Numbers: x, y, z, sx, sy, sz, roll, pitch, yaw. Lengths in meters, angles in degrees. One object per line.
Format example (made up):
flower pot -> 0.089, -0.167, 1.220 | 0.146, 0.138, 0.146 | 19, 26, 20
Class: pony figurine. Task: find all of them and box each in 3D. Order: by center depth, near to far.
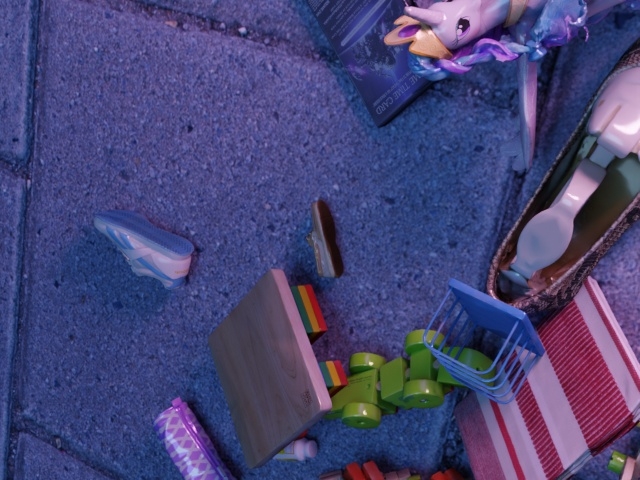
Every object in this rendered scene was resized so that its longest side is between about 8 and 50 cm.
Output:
pony figurine -> 0.265, -0.291, 1.201 | 0.363, 0.351, 0.303 | -30, 73, 7

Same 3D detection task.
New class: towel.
towel -> 0.329, 0.240, 1.376 | 0.329, 0.037, 0.237 | -52, 32, 30

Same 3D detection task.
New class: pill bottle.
pill bottle -> -0.048, 0.378, 1.716 | 0.083, 0.043, 0.044 | -7, 98, 33

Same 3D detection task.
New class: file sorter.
file sorter -> 0.230, 0.149, 1.336 | 0.118, 0.170, 0.105 | 25, 78, 30

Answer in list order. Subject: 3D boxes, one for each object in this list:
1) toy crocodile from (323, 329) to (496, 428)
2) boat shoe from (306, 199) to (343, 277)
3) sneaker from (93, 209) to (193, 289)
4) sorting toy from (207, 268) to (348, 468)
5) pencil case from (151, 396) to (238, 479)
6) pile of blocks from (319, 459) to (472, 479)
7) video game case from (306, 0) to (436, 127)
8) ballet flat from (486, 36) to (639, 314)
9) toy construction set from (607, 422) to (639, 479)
toy crocodile -> 0.129, 0.235, 1.534 | 0.340, 0.105, 0.115 | -26, 46, 40
boat shoe -> 0.000, 0.000, 1.588 | 0.045, 0.050, 0.136 | -9, 97, 28
sneaker -> -0.345, 0.012, 1.785 | 0.228, 0.087, 0.092 | 28, 117, 25
sorting toy -> -0.069, 0.220, 1.622 | 0.255, 0.089, 0.257 | -47, 55, 43
pencil case -> -0.241, 0.408, 1.816 | 0.206, 0.086, 0.088 | 52, 142, 10
pile of blocks -> 0.098, 0.432, 1.576 | 0.362, 0.149, 0.113 | -12, 95, 34
video game case -> 0.074, -0.330, 1.430 | 0.274, 0.026, 0.196 | 60, 148, 4
ballet flat -> 0.372, -0.082, 1.257 | 0.164, 0.182, 0.483 | 41, 119, 21
toy construction set -> 0.473, 0.277, 1.253 | 0.151, 0.215, 0.328 | 34, 133, 9
